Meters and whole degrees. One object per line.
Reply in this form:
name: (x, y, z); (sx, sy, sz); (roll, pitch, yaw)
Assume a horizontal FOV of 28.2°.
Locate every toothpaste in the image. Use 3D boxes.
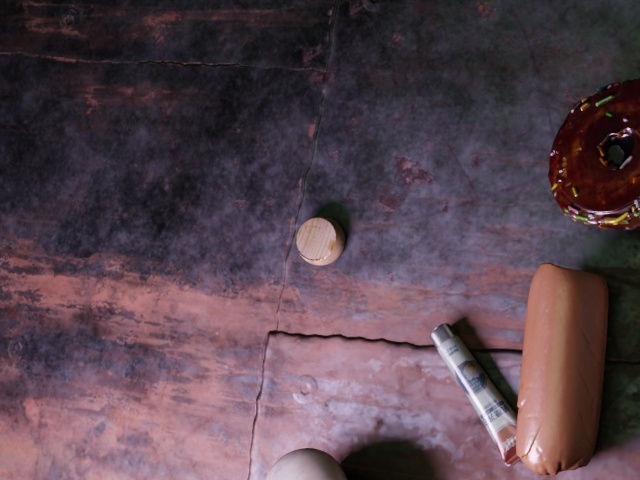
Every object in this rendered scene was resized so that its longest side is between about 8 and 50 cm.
toothpaste: (0.245, 0.231, 1.949); (0.062, 0.039, 0.239); (-37, 68, 9)

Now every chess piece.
chess piece: (0.000, 0.000, 2.121); (0.083, 0.038, 0.084); (-6, 76, 25)

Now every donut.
donut: (0.446, -0.118, 1.856); (0.235, 0.089, 0.235); (-21, 55, 34)

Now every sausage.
sausage: (0.351, 0.189, 1.852); (0.121, 0.121, 0.304); (3, 82, 28)

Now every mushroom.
mushroom: (0.029, 0.424, 1.948); (0.243, 0.243, 0.243); (-6, 78, 27)
